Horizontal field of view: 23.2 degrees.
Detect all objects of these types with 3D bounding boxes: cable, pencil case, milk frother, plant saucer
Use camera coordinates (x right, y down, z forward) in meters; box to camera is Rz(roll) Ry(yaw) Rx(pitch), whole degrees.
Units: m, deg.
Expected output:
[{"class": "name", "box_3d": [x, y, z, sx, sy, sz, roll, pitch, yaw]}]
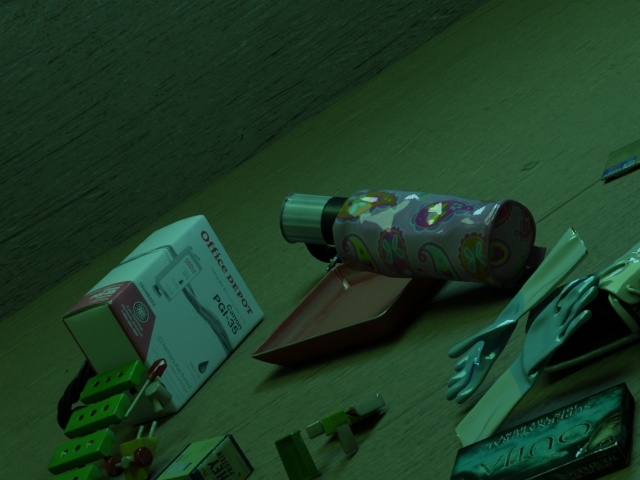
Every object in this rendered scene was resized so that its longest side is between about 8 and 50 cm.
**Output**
[{"class": "cable", "box_3d": [-0.357, 0.222, 2.454, 0.150, 0.047, 0.184, -39, -23, -31]}, {"class": "pencil case", "box_3d": [0.152, -0.004, 2.058, 0.284, 0.124, 0.124, 5, 35, 42]}, {"class": "milk frother", "box_3d": [0.000, 0.000, 2.461, 0.134, 0.129, 0.143, 4, 25, 33]}, {"class": "plant saucer", "box_3d": [0.061, 0.086, 2.214, 0.259, 0.048, 0.258, -19, 18, 40]}]

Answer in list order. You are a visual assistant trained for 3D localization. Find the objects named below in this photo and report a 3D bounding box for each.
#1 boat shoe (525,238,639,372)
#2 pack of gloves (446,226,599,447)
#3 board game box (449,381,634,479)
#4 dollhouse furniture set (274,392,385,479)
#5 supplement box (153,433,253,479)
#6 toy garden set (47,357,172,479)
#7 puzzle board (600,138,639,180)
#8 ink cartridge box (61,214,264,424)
[{"class": "boat shoe", "box_3d": [0.324, 0.057, 1.615, 0.267, 0.096, 0.088, -27, 19, 25]}, {"class": "pack of gloves", "box_3d": [0.197, 0.098, 1.633, 0.232, 0.046, 0.195, -53, 12, 15]}, {"class": "board game box", "box_3d": [0.207, 0.205, 1.479, 0.186, 0.026, 0.126, -27, 13, 22]}, {"class": "dollhouse furniture set", "box_3d": [0.018, 0.233, 1.820, 0.076, 0.059, 0.151, -31, -9, 40]}, {"class": "supplement box", "box_3d": [-0.144, 0.288, 1.911, 0.083, 0.056, 0.083, -19, 18, 44]}, {"class": "toy garden set", "box_3d": [-0.285, 0.272, 2.211, 0.203, 0.049, 0.244, -23, 31, 34]}, {"class": "puzzle board", "box_3d": [0.455, -0.125, 2.176, 0.128, 0.011, 0.096, -26, 15, 28]}, {"class": "ink cartridge box", "box_3d": [-0.239, 0.118, 2.426, 0.117, 0.207, 0.283, -19, 18, 37]}]
